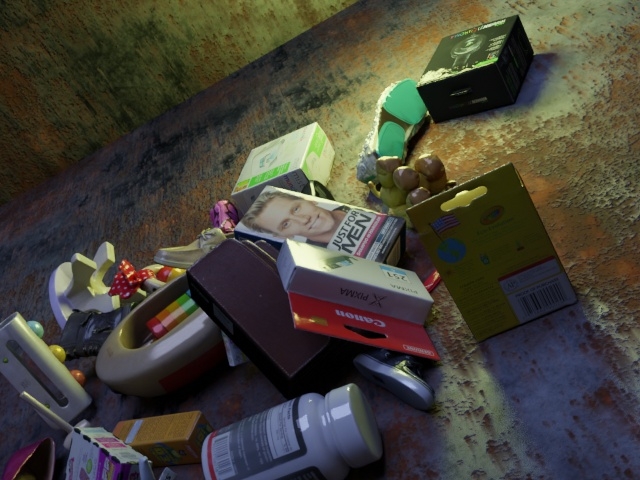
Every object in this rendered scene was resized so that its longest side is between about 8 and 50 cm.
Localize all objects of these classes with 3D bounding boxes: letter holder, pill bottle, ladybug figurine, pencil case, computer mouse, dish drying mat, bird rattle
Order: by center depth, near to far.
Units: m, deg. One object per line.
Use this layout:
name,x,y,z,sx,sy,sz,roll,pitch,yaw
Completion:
pill bottle,-0.047,0.360,1.508,0.283,0.161,0.161,-24,29,14
letter holder,-0.090,0.126,1.766,0.214,0.152,0.302,-40,74,-19
dish drying mat,0.240,0.079,1.834,0.032,0.008,0.083,7,46,51
ladybug figurine,-0.300,0.203,2.009,0.449,0.162,0.305,-36,29,-9
computer mouse,-0.015,-0.067,2.183,0.072,0.188,0.272,-38,16,17
bird rattle,-0.406,0.116,2.259,0.253,0.143,0.207,8,15,17
pencil case,-0.263,-0.039,2.428,0.095,0.098,0.209,-30,27,3

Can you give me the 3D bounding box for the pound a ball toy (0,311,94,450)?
pound a ball toy,-0.638,0.322,2.042,0.136,0.319,0.208,-41,14,-16

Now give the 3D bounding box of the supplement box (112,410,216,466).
supplement box,-0.327,0.412,1.793,0.233,0.078,0.080,-15,32,29

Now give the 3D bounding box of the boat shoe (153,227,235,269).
boat shoe,-0.272,0.014,2.195,0.302,0.098,0.109,-4,12,-26

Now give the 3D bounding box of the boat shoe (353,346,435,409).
boat shoe,0.147,0.240,1.606,0.076,0.080,0.228,-42,22,-16

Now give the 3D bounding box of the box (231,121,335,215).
box,-0.099,-0.186,2.475,0.231,0.127,0.262,-20,29,25

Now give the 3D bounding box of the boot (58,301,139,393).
boot,-0.554,0.273,2.163,0.229,0.091,0.263,-13,51,21

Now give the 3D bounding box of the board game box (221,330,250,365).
board game box,-0.164,0.182,1.884,0.103,0.154,0.026,-15,3,-29

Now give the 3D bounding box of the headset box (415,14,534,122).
headset box,0.422,-0.464,2.392,0.246,0.131,0.283,-10,36,37

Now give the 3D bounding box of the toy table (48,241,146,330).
toy table,-0.620,0.134,2.375,0.161,0.252,0.274,-36,57,17

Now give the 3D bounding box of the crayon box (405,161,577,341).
crayon box,0.303,0.011,1.551,0.202,0.318,0.081,-24,29,14

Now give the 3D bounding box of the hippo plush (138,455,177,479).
hippo plush,-0.239,0.554,1.405,0.236,0.234,0.294,26,74,24

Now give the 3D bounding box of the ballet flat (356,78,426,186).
ballet flat,0.181,-0.293,2.374,0.147,0.147,0.409,-11,33,33

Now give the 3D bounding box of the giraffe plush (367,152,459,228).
giraffe plush,0.233,-0.135,2.062,0.170,0.181,0.210,-31,-8,-20

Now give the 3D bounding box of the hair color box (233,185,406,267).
hair color box,0.000,0.000,1.947,0.347,0.105,0.174,14,44,19

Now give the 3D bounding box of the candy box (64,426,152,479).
candy box,-0.422,0.474,1.710,0.233,0.071,0.159,12,92,51

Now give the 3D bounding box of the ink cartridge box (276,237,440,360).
ink cartridge box,0.077,0.108,1.674,0.261,0.296,0.066,-113,41,-64

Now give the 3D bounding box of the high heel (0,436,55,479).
high heel,-0.606,0.532,1.814,0.181,0.127,0.377,-50,28,-11
